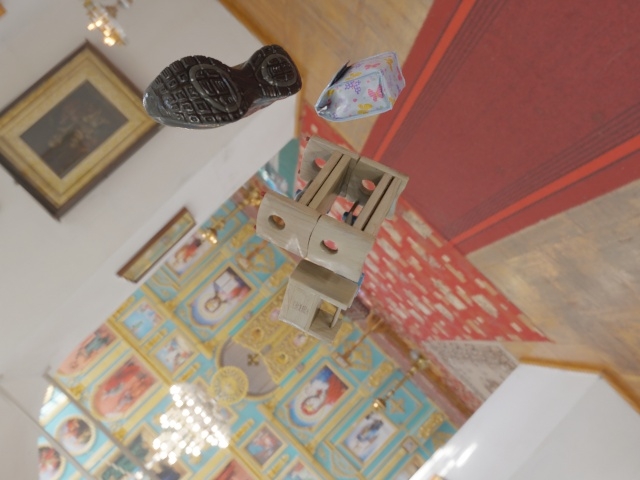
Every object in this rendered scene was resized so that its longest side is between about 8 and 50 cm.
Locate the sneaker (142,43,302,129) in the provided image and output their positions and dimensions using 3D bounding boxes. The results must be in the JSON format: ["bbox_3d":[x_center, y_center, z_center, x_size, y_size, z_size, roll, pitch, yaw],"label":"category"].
[{"bbox_3d":[-0.153,-0.214,0.934,0.130,0.286,0.109,-22,92,43],"label":"sneaker"}]

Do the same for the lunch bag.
[{"bbox_3d":[0.038,-0.160,0.642,0.083,0.071,0.053,-10,118,29],"label":"lunch bag"}]

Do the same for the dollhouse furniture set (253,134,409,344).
[{"bbox_3d":[0.000,0.000,0.729,0.129,0.129,0.183,26,136,8],"label":"dollhouse furniture set"}]
